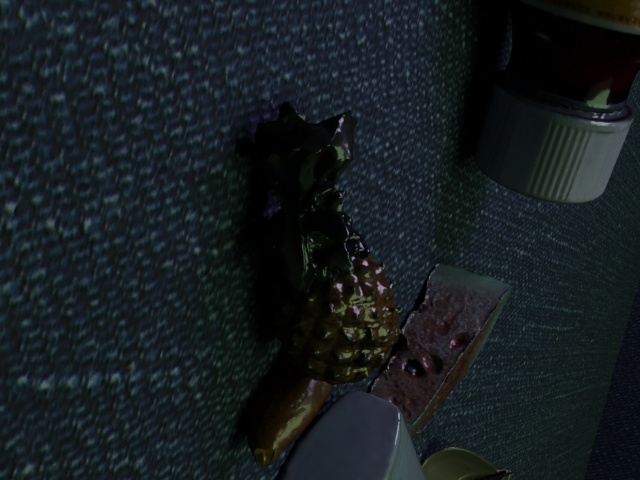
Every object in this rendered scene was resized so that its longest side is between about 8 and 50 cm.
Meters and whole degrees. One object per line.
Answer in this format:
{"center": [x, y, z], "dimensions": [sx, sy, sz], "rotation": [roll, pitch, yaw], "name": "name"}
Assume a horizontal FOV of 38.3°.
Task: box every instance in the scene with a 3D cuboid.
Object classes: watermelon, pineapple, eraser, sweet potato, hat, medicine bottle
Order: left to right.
{"center": [-0.013, 0.117, 0.830], "dimensions": [0.195, 0.056, 0.056], "rotation": [-64, 152, -29], "name": "sweet potato"}
{"center": [0.000, 0.000, 0.740], "dimensions": [0.111, 0.119, 0.237], "rotation": [-16, 126, -7], "name": "pineapple"}
{"center": [0.044, 0.303, 0.986], "dimensions": [0.189, 0.104, 0.290], "rotation": [-64, 153, -27], "name": "eraser"}
{"center": [0.129, 0.153, 1.104], "dimensions": [0.241, 0.094, 0.154], "rotation": [-47, 153, -41], "name": "watermelon"}
{"center": [0.180, 0.374, 1.347], "dimensions": [0.173, 0.144, 0.166], "rotation": [37, 66, -15], "name": "hat"}
{"center": [0.301, -0.249, 1.051], "dimensions": [0.242, 0.242, 0.395], "rotation": [-37, 148, -50], "name": "medicine bottle"}
